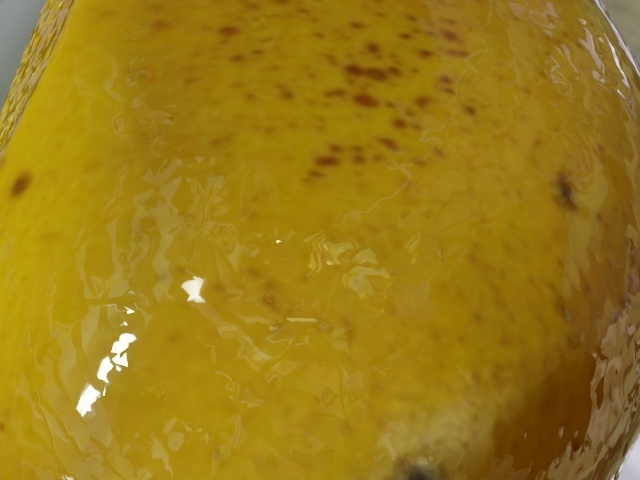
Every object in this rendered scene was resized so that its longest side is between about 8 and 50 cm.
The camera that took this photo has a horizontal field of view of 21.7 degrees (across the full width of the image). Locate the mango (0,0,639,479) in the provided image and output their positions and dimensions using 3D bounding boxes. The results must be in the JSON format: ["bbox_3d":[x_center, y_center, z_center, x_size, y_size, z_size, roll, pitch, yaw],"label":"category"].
[{"bbox_3d":[0.000,0.000,0.436,0.290,0.191,0.160,-77,13,-55],"label":"mango"}]
